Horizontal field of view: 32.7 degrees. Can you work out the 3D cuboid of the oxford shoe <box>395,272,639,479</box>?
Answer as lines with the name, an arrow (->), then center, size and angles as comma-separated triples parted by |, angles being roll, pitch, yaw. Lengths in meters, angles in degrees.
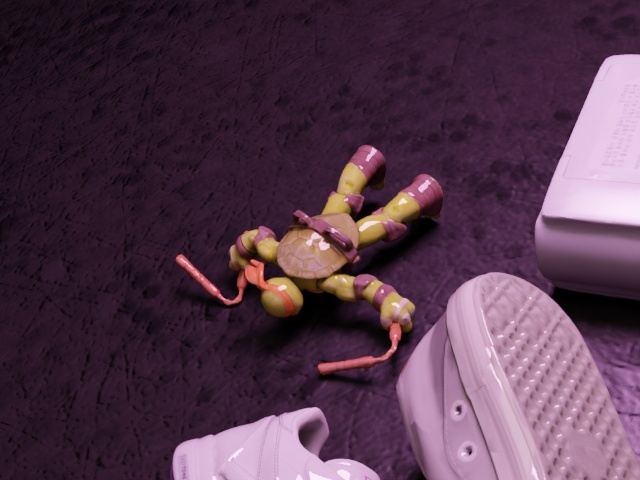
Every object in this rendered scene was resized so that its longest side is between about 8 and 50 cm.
oxford shoe -> 0.146, 0.222, 0.706 | 0.130, 0.169, 0.449 | -48, 36, 33

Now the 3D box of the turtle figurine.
turtle figurine -> 0.000, 0.000, 1.035 | 0.269, 0.087, 0.217 | 20, 54, 38

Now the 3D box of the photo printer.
photo printer -> 0.366, -0.052, 0.928 | 0.307, 0.107, 0.256 | 6, 47, 27

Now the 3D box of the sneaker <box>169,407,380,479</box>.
sneaker -> -0.014, 0.229, 0.761 | 0.152, 0.114, 0.305 | -23, 40, -2
